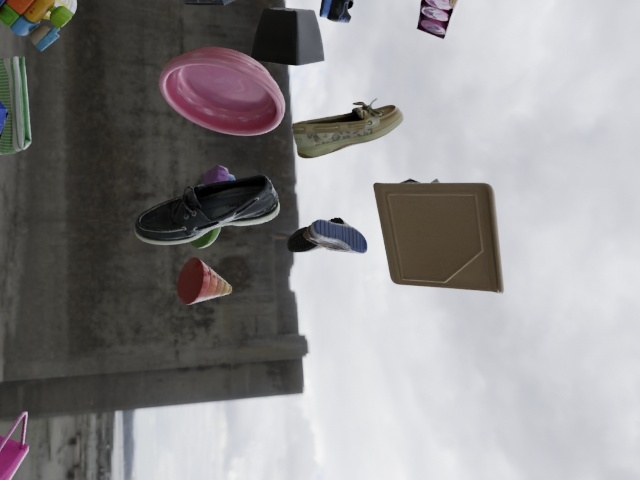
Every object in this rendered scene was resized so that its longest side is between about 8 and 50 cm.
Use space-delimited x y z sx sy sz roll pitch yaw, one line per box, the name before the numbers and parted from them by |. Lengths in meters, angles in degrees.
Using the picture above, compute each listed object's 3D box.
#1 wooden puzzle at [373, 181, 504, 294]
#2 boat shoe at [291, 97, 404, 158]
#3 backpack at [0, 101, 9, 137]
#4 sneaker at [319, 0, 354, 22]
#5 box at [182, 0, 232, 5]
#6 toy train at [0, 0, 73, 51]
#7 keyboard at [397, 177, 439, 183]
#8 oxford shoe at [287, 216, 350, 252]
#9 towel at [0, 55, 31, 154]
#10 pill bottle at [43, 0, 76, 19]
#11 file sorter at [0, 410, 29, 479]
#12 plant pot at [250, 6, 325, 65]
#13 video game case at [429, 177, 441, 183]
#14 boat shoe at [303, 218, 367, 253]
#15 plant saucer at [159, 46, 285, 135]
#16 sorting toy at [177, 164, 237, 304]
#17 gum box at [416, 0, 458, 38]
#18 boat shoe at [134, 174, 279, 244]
wooden puzzle | 0.220 -0.009 1.183 0.239 0.044 0.220 5 -59 34
boat shoe | 0.071 -0.282 1.547 0.104 0.285 0.089 39 -32 60
backpack | -0.788 -0.270 1.464 0.098 0.101 0.120 45 -61 40
sneaker | 0.057 -0.724 1.834 0.081 0.091 0.232 137 -36 -67
box | -0.302 -0.688 1.530 0.183 0.059 0.232 23 -40 44
toy train | -0.551 -0.484 1.263 0.248 0.143 0.105 -20 -143 40
keyboard | 0.233 -0.101 1.410 0.180 0.108 0.023 34 -39 53
oxford shoe | 0.000 0.000 1.930 0.227 0.096 0.082 -13 -115 33
towel | -0.869 -0.344 1.666 0.325 0.038 0.247 2 -82 33
pill bottle | -0.718 -0.641 1.641 0.208 0.119 0.119 -51 141 -87
file sorter | -0.767 0.406 1.271 0.202 0.291 0.182 -76 -171 -53
plant pot | -0.104 -0.677 2.101 0.188 0.187 0.166 16 -63 26
video game case | 0.299 -0.069 1.762 0.143 0.157 0.019 56 20 4
boat shoe | 0.038 -0.006 1.605 0.066 0.183 0.066 -27 -130 45
plant saucer | -0.253 -0.399 1.684 0.332 0.333 0.084 131 -28 -65
sorting toy | -0.260 -0.005 1.643 0.127 0.126 0.365 -3 -107 48
gum box | 0.227 -0.452 1.156 0.188 0.062 0.107 -4 117 -85
boat shoe | -0.265 -0.081 1.467 0.113 0.341 0.127 90 -10 -55
